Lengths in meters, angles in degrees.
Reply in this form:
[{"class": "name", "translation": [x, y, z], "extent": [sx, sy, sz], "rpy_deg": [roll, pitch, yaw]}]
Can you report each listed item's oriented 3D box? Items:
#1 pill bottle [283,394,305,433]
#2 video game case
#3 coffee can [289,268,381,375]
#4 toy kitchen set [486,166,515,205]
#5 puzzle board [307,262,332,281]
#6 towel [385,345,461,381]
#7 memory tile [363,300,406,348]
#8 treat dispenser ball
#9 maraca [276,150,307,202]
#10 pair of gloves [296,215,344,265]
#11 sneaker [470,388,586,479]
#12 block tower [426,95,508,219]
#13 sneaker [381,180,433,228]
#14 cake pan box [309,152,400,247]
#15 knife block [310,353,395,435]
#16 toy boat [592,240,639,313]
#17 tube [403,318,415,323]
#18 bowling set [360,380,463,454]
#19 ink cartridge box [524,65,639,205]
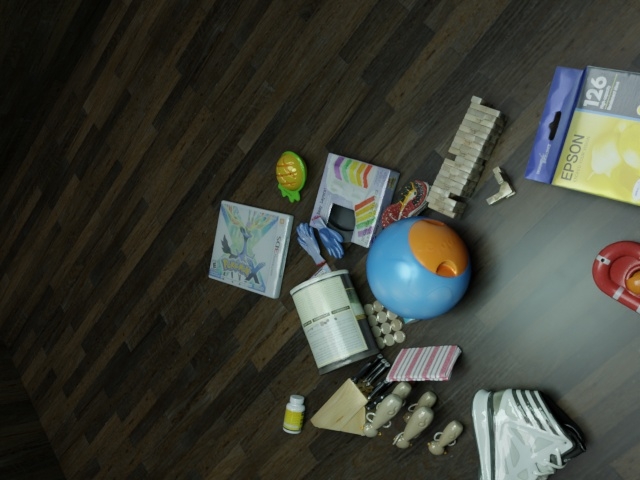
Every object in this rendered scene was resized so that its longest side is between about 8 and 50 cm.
[{"class": "pill bottle", "translation": [-0.087, 0.584, 2.033], "extent": [0.065, 0.065, 0.116], "rpy_deg": [12, 95, 34]}, {"class": "video game case", "translation": [-0.258, 0.027, 2.191], "extent": [0.329, 0.036, 0.299], "rpy_deg": [14, 95, 34]}, {"class": "coffee can", "translation": [0.044, 0.253, 1.868], "extent": [0.202, 0.202, 0.275], "rpy_deg": [-28, 75, 30]}, {"class": "toy kitchen set", "translation": [0.482, -0.153, 1.676], "extent": [0.075, 0.068, 0.083], "rpy_deg": [-33, 70, 29]}, {"class": "puzzle board", "translation": [0.002, 0.153, 2.024], "extent": [0.128, 0.011, 0.096], "rpy_deg": [-44, 65, 24]}, {"class": "towel", "translation": [0.297, 0.360, 1.743], "extent": [0.197, 0.144, 0.029], "rpy_deg": [-11, 111, 34]}, {"class": "memory tile", "translation": [0.200, 0.257, 1.884], "extent": [0.113, 0.012, 0.147], "rpy_deg": [-25, 73, 31]}, {"class": "treat dispenser ball", "translation": [0.271, 0.076, 1.677], "extent": [0.288, 0.288, 0.288], "rpy_deg": [-2, 87, 34]}, {"class": "maraca", "translation": [-0.101, -0.218, 2.063], "extent": [0.127, 0.099, 0.185], "rpy_deg": [38, 134, 32]}, {"class": "pair of gloves", "translation": [0.000, 0.000, 1.970], "extent": [0.198, 0.023, 0.159], "rpy_deg": [-25, 98, 51]}, {"class": "sneaker", "translation": [0.548, 0.601, 1.538], "extent": [0.258, 0.169, 0.447], "rpy_deg": [-15, 77, 35]}, {"class": "block tower", "translation": [0.416, -0.230, 1.712], "extent": [0.097, 0.091, 0.335], "rpy_deg": [29, 104, 31]}, {"class": "sneaker", "translation": [0.268, -0.091, 1.813], "extent": [0.225, 0.093, 0.088], "rpy_deg": [-50, 62, 41]}, {"class": "cake pan box", "translation": [0.103, -0.125, 1.935], "extent": [0.246, 0.070, 0.266], "rpy_deg": [24, 102, 35]}, {"class": "knife block", "translation": [0.104, 0.475, 1.895], "extent": [0.276, 0.088, 0.241], "rpy_deg": [-2, 86, 34]}, {"class": "toy boat", "translation": [0.760, 0.096, 1.426], "extent": [0.231, 0.151, 0.151], "rpy_deg": [35, 107, 30]}, {"class": "tube", "translation": [0.250, 0.149, 1.838], "extent": [0.080, 0.052, 0.207], "rpy_deg": [-25, 68, 19]}, {"class": "bowling set", "translation": [0.257, 0.500, 1.765], "extent": [0.154, 0.287, 0.200], "rpy_deg": [-56, 17, 21]}, {"class": "ink cartridge box", "translation": [0.685, -0.264, 1.479], "extent": [0.307, 0.072, 0.303], "rpy_deg": [19, 100, 29]}]
